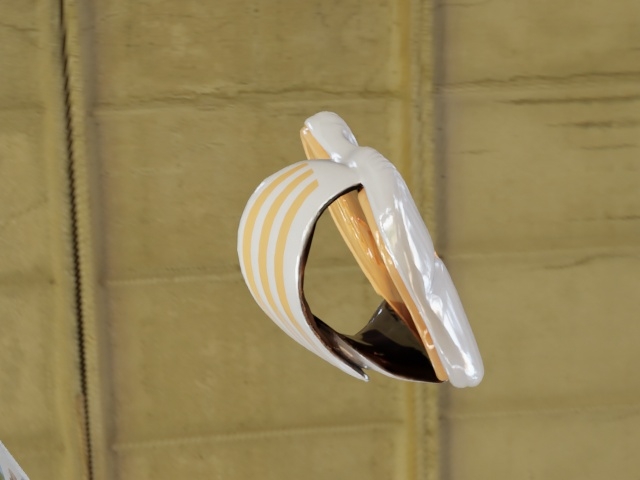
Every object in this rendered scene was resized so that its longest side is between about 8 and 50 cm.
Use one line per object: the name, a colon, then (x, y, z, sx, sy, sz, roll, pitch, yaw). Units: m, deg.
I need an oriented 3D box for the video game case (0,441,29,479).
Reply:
video game case: (-0.102, 0.143, 0.414, 0.036, 0.300, 0.329, -23, -30, -6)

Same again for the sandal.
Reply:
sandal: (0.004, 0.009, 0.647, 0.076, 0.265, 0.102, -25, -74, -2)
